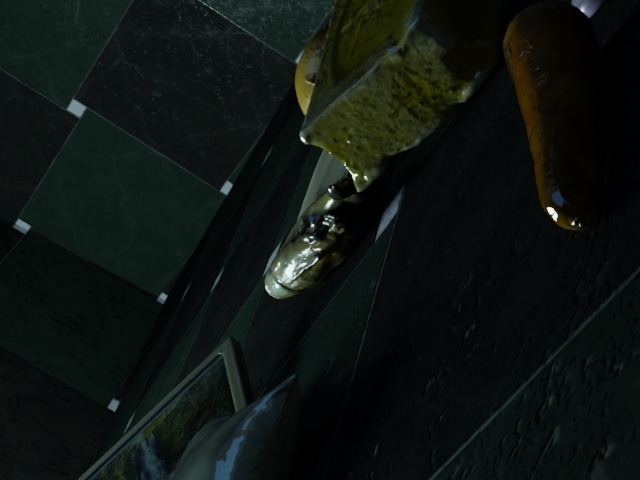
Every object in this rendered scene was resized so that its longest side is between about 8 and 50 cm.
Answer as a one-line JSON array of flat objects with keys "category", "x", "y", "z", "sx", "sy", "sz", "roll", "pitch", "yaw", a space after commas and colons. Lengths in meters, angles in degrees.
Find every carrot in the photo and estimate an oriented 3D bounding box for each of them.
[{"category": "carrot", "x": 0.140, "y": -0.069, "z": 0.723, "sx": 0.061, "sy": 0.061, "sz": 0.209, "roll": -57, "pitch": 15, "yaw": 32}]

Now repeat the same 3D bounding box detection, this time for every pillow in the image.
[{"category": "pillow", "x": 0.009, "y": -0.058, "z": 1.519, "sx": 0.131, "sy": 0.038, "sz": 0.232, "roll": -29, "pitch": 36, "yaw": 62}, {"category": "pillow", "x": -0.076, "y": 0.197, "z": 1.067, "sx": 0.144, "sy": 0.078, "sz": 0.254, "roll": -65, "pitch": 8, "yaw": -20}]

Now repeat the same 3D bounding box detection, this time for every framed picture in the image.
[{"category": "framed picture", "x": -0.191, "y": 0.260, "z": 1.330, "sx": 0.324, "sy": 0.020, "sz": 0.240, "roll": -43, "pitch": 21, "yaw": 9}]

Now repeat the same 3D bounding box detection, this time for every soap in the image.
[{"category": "soap", "x": 0.085, "y": -0.215, "z": 1.217, "sx": 0.199, "sy": 0.091, "sz": 0.315, "roll": -42, "pitch": 22, "yaw": 37}]

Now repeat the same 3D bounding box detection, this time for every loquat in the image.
[{"category": "loquat", "x": 0.036, "y": -0.183, "z": 1.424, "sx": 0.141, "sy": 0.141, "sz": 0.141, "roll": -60, "pitch": 8, "yaw": 15}]

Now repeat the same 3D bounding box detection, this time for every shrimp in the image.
[{"category": "shrimp", "x": 0.007, "y": -0.012, "z": 1.335, "sx": 0.145, "sy": 0.059, "sz": 0.254, "roll": -59, "pitch": 6, "yaw": -27}]

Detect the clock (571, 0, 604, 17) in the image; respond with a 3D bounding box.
[{"category": "clock", "x": 0.197, "y": -0.232, "z": 0.887, "sx": 0.110, "sy": 0.050, "sz": 0.152, "roll": -56, "pitch": 10, "yaw": 37}]
